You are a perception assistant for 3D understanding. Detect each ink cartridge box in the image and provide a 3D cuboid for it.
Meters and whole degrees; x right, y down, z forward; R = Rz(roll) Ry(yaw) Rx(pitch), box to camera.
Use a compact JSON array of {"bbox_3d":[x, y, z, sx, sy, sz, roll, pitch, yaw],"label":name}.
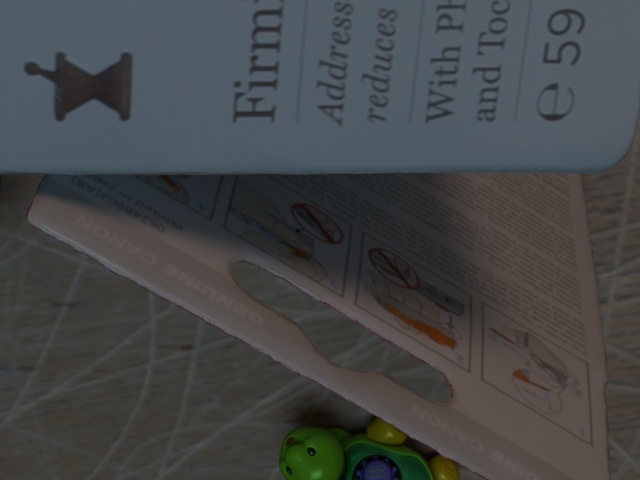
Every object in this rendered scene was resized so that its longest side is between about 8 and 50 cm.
[{"bbox_3d":[0.000,0.000,0.996,0.308,0.385,0.091,30,117,-11],"label":"ink cartridge box"}]

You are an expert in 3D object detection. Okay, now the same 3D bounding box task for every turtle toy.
[{"bbox_3d":[0.026,0.166,1.269,0.130,0.066,0.095,40,115,-16],"label":"turtle toy"}]

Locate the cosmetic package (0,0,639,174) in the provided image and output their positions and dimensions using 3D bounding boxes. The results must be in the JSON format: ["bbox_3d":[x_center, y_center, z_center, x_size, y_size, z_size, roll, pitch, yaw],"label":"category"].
[{"bbox_3d":[-0.067,-0.241,0.857,0.394,0.327,0.329,-1,120,-10],"label":"cosmetic package"}]
